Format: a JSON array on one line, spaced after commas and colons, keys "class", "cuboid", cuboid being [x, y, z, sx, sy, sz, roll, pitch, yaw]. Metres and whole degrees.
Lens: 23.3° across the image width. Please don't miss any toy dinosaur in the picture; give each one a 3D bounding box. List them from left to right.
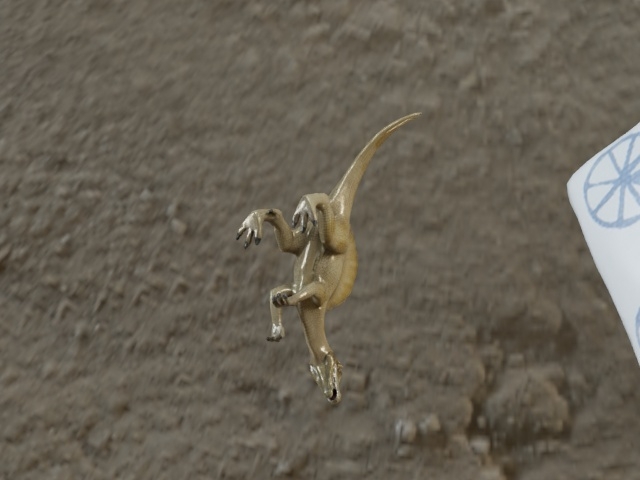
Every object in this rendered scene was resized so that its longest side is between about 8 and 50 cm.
[{"class": "toy dinosaur", "cuboid": [0.000, 0.000, 0.914, 0.053, 0.092, 0.183, 10, 83, 35]}]

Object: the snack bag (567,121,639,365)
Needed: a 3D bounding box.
[{"class": "snack bag", "cuboid": [0.217, 0.032, 0.314, 0.037, 0.342, 0.323, 17, 136, -39]}]
